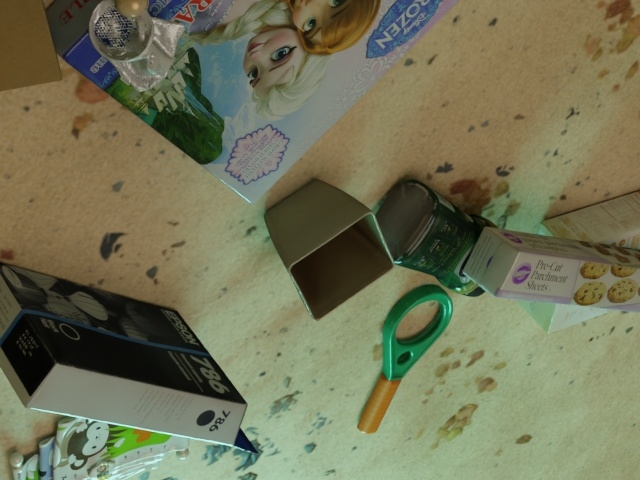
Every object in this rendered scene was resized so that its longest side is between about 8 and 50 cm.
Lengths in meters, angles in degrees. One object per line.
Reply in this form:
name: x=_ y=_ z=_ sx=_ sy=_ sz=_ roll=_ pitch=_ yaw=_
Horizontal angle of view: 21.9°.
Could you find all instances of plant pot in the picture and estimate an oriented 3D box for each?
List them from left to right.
plant pot: x=0.000 y=0.000 z=1.779 sx=0.109 sy=0.096 sz=0.109 roll=-34 pitch=143 yaw=-7

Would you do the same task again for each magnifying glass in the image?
magnifying glass: x=0.098 y=0.150 z=2.069 sx=0.092 sy=0.026 sz=0.231 roll=-3 pitch=127 yaw=-38

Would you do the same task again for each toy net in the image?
toy net: x=-0.179 y=-0.227 z=1.376 sx=0.122 sy=0.045 sz=0.232 roll=-13 pitch=114 yaw=-10

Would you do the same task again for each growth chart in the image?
growth chart: x=-0.246 y=0.236 z=1.872 sx=0.237 sy=0.021 sz=0.172 roll=-25 pitch=139 yaw=-19

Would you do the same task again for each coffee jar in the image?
coffee jar: x=0.142 y=0.001 z=1.910 sx=0.184 sy=0.079 sz=0.096 roll=26 pitch=101 yaw=-49

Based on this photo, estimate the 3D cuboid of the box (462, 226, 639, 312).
box: x=0.304 y=0.039 z=1.973 sx=0.324 sy=0.063 sz=0.067 roll=8 pitch=113 yaw=-45

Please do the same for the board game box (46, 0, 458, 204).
board game box: x=-0.050 y=-0.222 z=1.544 sx=0.319 sy=0.066 sz=0.318 roll=-45 pitch=141 yaw=7

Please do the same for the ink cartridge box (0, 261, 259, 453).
ink cartridge box: x=-0.194 y=0.123 z=1.686 sx=0.333 sy=0.165 sz=0.065 roll=20 pitch=112 yaw=-49

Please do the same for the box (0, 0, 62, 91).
box: x=-0.310 y=-0.196 z=1.350 sx=0.164 sy=0.021 sz=0.201 roll=-10 pitch=137 yaw=-4

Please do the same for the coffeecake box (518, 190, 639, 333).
coffeecake box: x=0.360 y=0.025 z=2.121 sx=0.185 sy=0.068 sz=0.142 roll=-16 pitch=135 yaw=-27
